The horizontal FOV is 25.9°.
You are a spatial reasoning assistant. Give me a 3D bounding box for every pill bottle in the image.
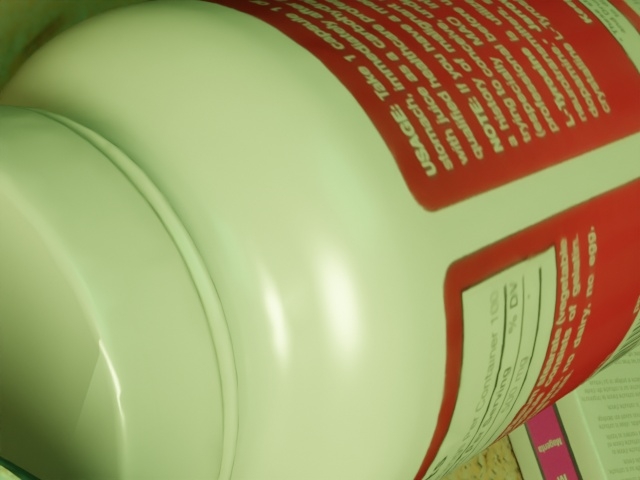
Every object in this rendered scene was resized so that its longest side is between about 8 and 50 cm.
[{"bbox_3d":[0.000,0.000,0.606,0.408,0.229,0.229,-21,81,-49],"label":"pill bottle"}]

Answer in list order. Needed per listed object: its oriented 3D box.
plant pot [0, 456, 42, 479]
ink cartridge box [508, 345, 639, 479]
[{"bbox_3d":[-0.119,0.194,0.365,0.195,0.290,0.290,47,24,-71],"label":"plant pot"},{"bbox_3d":[0.194,0.120,0.843,0.176,0.069,0.371,2,61,-44],"label":"ink cartridge box"}]
